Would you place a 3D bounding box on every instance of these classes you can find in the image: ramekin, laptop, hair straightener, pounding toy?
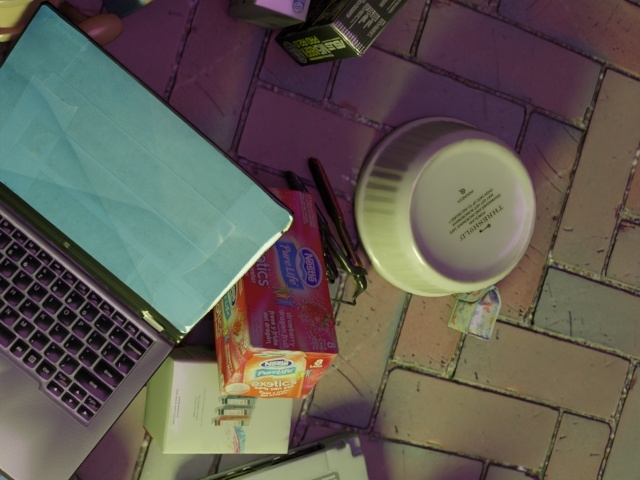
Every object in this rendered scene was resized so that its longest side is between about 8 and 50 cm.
[{"bbox_3d":[0.193,-0.047,1.517,0.273,0.127,0.273,-2,96,-22],"label":"ramekin"},{"bbox_3d":[-0.321,0.025,1.201,0.382,0.236,0.408,41,65,-6],"label":"laptop"},{"bbox_3d":[0.000,0.000,1.496,0.089,0.047,0.230,-28,110,-17],"label":"hair straightener"},{"bbox_3d":[-0.377,-0.311,1.252,0.154,0.155,0.269,-34,76,-26],"label":"pounding toy"}]

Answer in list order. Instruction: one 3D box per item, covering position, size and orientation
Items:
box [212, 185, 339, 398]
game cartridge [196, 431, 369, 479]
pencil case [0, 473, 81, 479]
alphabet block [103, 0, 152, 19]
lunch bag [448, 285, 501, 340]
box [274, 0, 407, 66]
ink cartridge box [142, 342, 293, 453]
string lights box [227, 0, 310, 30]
[{"bbox_3d":[-0.069,0.066,1.355,0.122,0.128,0.257,6,53,-22],"label":"box"},{"bbox_3d":[-0.062,0.413,1.505,0.294,0.060,0.196,-14,97,-20],"label":"game cartridge"},{"bbox_3d":[-0.382,0.321,1.328,0.133,0.119,0.306,-41,109,-25],"label":"pencil case"},{"bbox_3d":[-0.203,-0.409,1.284,0.197,0.193,0.192,-33,108,-16],"label":"alphabet block"},{"bbox_3d":[0.237,0.103,1.581,0.053,0.071,0.083,21,90,-18],"label":"lunch bag"},{"bbox_3d":[0.074,-0.356,1.389,0.060,0.216,0.270,42,79,-21],"label":"box"},{"bbox_3d":[-0.137,0.214,1.411,0.176,0.128,0.127,6,93,-23],"label":"ink cartridge box"},{"bbox_3d":[-0.042,-0.421,1.379,0.076,0.133,0.260,14,90,-22],"label":"string lights box"}]
